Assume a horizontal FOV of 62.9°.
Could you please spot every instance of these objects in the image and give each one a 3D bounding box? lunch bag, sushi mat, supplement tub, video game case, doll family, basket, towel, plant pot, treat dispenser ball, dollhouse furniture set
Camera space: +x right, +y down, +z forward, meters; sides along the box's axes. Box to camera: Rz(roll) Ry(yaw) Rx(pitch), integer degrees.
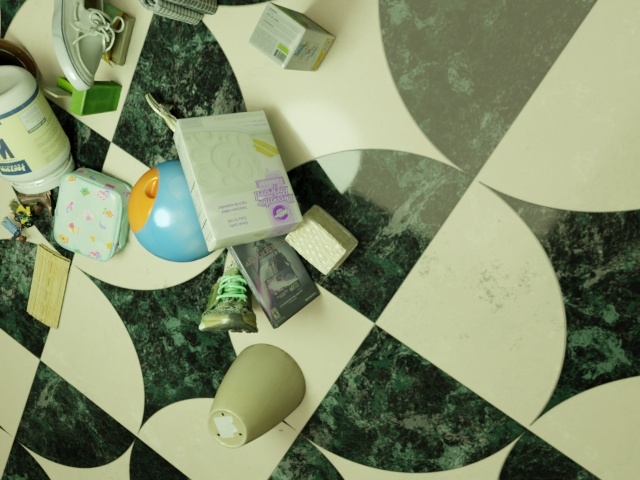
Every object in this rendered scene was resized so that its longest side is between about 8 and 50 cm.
[{"bbox_3d":[-0.725,-0.076,1.686,0.224,0.108,0.279,20,116,-2],"label":"lunch bag"},{"bbox_3d":[-1.007,0.174,1.933,0.151,0.019,0.316,28,115,10],"label":"sushi mat"},{"bbox_3d":[-0.904,-0.323,1.563,0.235,0.235,0.325,12,141,18],"label":"supplement tub"},{"bbox_3d":[-0.130,0.081,1.464,0.026,0.196,0.274,-23,97,45],"label":"video game case"},{"bbox_3d":[-1.054,-0.078,1.848,0.111,0.076,0.193,40,121,1],"label":"doll family"},{"bbox_3d":[0.000,0.000,1.437,0.167,0.103,0.113,42,115,6],"label":"basket"},{"bbox_3d":[-0.393,-0.701,1.303,0.121,0.235,0.283,-23,98,22],"label":"towel"},{"bbox_3d":[-0.216,0.488,1.579,0.256,0.274,0.256,7,109,20],"label":"plant pot"},{"bbox_3d":[-1.012,-0.517,1.652,0.165,0.167,0.167,-24,96,34],"label":"plant pot"},{"bbox_3d":[-0.385,-0.081,1.460,0.288,0.288,0.288,6,108,20],"label":"treat dispenser ball"},{"bbox_3d":[-0.684,-0.543,1.510,0.197,0.151,0.301,29,114,11],"label":"dollhouse furniture set"}]

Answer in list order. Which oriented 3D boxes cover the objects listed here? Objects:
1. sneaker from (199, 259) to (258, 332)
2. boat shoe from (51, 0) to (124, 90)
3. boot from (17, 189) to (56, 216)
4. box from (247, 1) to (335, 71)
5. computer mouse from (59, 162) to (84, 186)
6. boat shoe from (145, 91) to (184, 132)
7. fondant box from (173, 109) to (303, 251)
[{"bbox_3d":[-0.252,0.147,1.450,0.158,0.410,0.182,1,94,-12],"label":"sneaker"},{"bbox_3d":[-0.612,-0.574,1.408,0.156,0.136,0.367,-15,65,5],"label":"boat shoe"},{"bbox_3d":[-0.975,-0.131,1.797,0.114,0.037,0.106,-5,91,-1],"label":"boot"},{"bbox_3d":[-0.064,-0.483,1.257,0.114,0.203,0.103,39,115,8],"label":"box"},{"bbox_3d":[-0.863,-0.210,1.745,0.193,0.042,0.106,7,109,19],"label":"computer mouse"},{"bbox_3d":[-0.443,-0.378,1.525,0.049,0.056,0.152,-39,99,22],"label":"boat shoe"},{"bbox_3d":[-0.213,-0.160,1.342,0.096,0.238,0.330,-41,65,61],"label":"fondant box"}]
